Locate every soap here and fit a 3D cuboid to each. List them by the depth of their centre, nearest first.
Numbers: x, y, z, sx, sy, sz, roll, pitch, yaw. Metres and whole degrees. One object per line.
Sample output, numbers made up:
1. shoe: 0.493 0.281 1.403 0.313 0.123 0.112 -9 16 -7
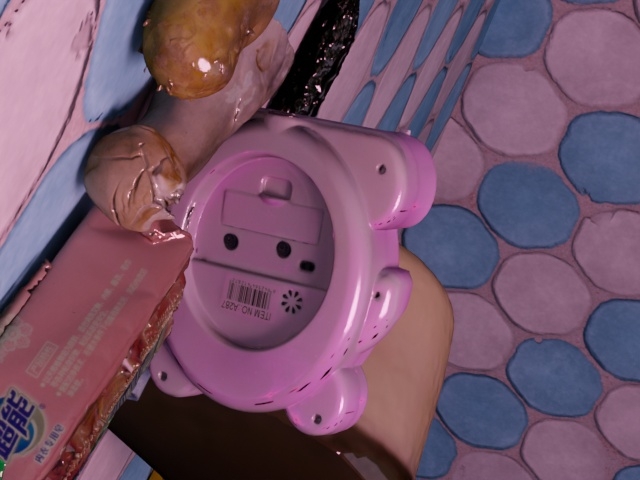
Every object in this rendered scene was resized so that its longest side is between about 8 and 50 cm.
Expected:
1. soap: -0.193 0.109 1.311 0.273 0.098 0.218 -58 171 -33

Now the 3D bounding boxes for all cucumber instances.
1. cucumber: -0.004 -0.177 1.815 0.182 0.053 0.053 -63 173 -4

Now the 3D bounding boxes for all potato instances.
1. potato: -0.079 -0.155 1.261 0.138 0.070 0.092 -58 165 -48

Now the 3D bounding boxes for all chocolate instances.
1. chocolate: -0.012 0.112 1.724 0.314 0.326 0.297 -1 -133 46

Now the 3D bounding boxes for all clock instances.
1. clock: -0.035 0.018 1.436 0.090 0.227 0.248 0 101 -62

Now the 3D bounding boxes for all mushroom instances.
1. mushroom: -0.099 -0.091 1.330 0.223 0.081 0.092 -54 -175 -39

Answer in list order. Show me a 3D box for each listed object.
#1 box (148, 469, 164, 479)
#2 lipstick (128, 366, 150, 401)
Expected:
1. box: -0.151 0.239 2.341 0.279 0.041 0.153 -61 174 -9
2. lipstick: -0.127 0.002 1.544 0.274 0.061 0.068 -66 151 -17
